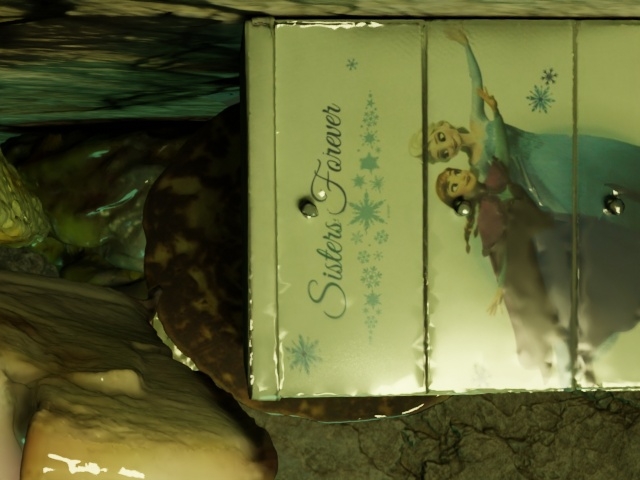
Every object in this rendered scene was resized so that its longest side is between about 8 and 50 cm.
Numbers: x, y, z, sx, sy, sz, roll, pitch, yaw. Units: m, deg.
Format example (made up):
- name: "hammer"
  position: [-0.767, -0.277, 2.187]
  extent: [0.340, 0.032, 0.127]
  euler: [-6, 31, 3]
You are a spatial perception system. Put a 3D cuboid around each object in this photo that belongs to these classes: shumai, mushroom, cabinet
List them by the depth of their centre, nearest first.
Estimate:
- name: "mushroom"
  position: [-0.138, 0.106, 0.571]
  extent: [0.173, 0.162, 0.236]
  euler: [11, -173, -20]
- name: "cabinet"
  position: [0.070, -0.014, 0.610]
  extent: [0.206, 0.145, 0.150]
  euler: [-1, -179, -4]
- name: "shumai"
  position: [-0.121, 0.035, 1.222]
  extent: [0.304, 0.263, 0.309]
  euler: [2, 180, -29]

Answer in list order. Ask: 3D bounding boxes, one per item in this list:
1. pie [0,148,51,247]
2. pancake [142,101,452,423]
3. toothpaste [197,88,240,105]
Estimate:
- name: "pie"
  position: [-0.219, -0.043, 0.620]
  extent: [0.201, 0.090, 0.248]
  euler: [10, 180, -5]
- name: "pancake"
  position: [0.000, 0.000, 0.722]
  extent: [0.184, 0.190, 0.020]
  euler: [14, 156, 9]
- name: "toothpaste"
  position: [0.030, -0.072, 0.835]
  extent: [0.194, 0.043, 0.067]
  euler: [6, 180, -29]
